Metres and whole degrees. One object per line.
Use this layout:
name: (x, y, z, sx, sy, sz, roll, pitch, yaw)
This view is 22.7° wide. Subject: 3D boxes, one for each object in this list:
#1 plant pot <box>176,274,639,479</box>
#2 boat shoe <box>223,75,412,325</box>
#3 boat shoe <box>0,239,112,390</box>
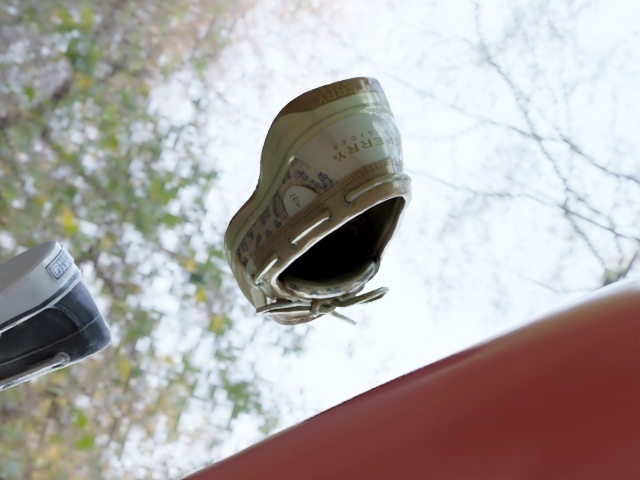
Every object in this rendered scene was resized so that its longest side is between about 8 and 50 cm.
plant pot: (0.068, 0.174, 0.702, 0.275, 0.243, 0.275, 167, -90, -80)
boat shoe: (0.000, 0.000, 1.083, 0.285, 0.105, 0.089, 102, -34, -63)
boat shoe: (-0.294, 0.103, 1.229, 0.301, 0.102, 0.108, -25, -163, 19)
